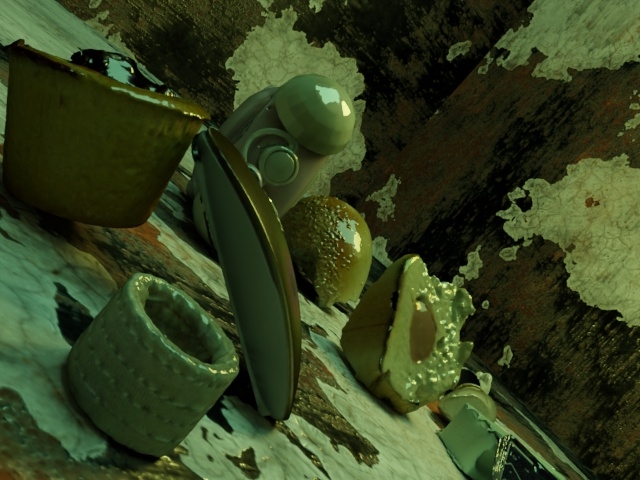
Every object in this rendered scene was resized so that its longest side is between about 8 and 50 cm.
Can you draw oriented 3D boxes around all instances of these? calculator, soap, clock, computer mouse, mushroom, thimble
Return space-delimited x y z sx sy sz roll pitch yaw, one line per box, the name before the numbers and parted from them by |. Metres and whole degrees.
calculator | 0.358 0.435 1.063 0.274 0.028 0.165 44 35 -2
soap | 0.332 0.401 1.231 0.261 0.094 0.150 38 2 -19
clock | -0.097 -0.140 1.247 0.184 0.342 0.326 33 1 -18
computer mouse | -0.064 0.032 0.731 0.158 0.072 0.310 -110 -174 -80
mushroom | 0.304 0.344 1.422 0.247 0.108 0.096 17 65 -71
thimble | -0.126 0.092 0.522 0.102 0.090 0.115 33 12 -37

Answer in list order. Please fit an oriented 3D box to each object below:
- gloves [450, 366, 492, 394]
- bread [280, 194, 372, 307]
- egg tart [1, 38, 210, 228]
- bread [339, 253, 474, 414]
gloves | 0.364 0.353 1.731 0.119 0.097 0.229 48 13 19
bread | 0.004 -0.001 1.515 0.171 0.192 0.314 38 7 -40
egg tart | -0.233 -0.112 0.733 0.215 0.170 0.215 18 8 -3
bread | 0.160 0.178 1.188 0.184 0.224 0.211 33 17 -24
